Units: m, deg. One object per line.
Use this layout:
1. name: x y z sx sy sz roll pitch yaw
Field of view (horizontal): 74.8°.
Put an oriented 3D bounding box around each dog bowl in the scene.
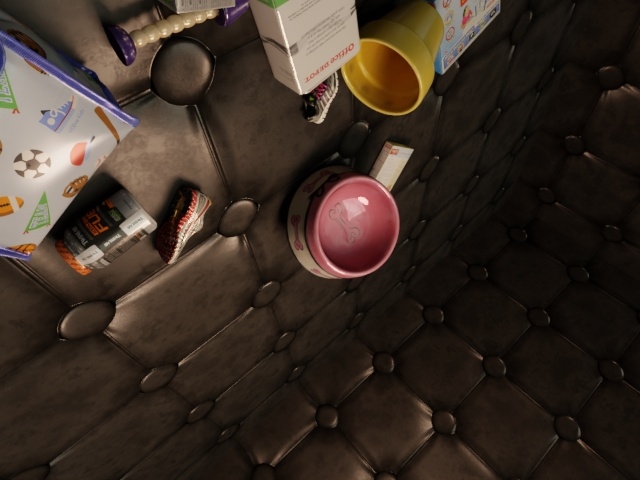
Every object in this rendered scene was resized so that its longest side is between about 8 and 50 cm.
1. dog bowl: 0.095 -0.054 1.433 0.408 0.150 0.407 -5 100 -28

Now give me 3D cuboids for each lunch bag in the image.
1. lunch bag: -0.512 -0.169 0.563 0.328 0.239 0.385 -50 156 2

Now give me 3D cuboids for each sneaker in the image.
1. sneaker: -0.360 -0.030 1.116 0.093 0.088 0.225 6 121 -58
2. sneaker: -0.006 -0.404 1.172 0.075 0.063 0.170 -27 150 -45

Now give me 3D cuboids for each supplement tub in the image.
1. supplement tub: -0.478 -0.018 0.938 0.190 0.117 0.117 -41 151 -15

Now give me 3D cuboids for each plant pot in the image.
1. plant pot: 0.222 -0.528 1.173 0.239 0.254 0.254 -56 154 -18

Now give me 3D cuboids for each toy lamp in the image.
1. toy lamp: -0.261 -0.420 0.794 0.275 0.080 0.080 -34 148 -22

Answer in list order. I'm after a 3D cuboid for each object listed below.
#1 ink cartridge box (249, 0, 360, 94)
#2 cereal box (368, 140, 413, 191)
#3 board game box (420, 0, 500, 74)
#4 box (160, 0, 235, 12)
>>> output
1. ink cartridge box: -0.035 -0.514 0.938 0.211 0.121 0.289 -41 151 -13
2. cereal box: 0.270 -0.285 1.716 0.173 0.047 0.240 -6 130 -51
3. board game box: 0.447 -0.759 1.342 0.308 0.086 0.302 -47 151 -2
4. box: -0.232 -0.453 0.657 0.103 0.203 0.114 -28 147 -32
